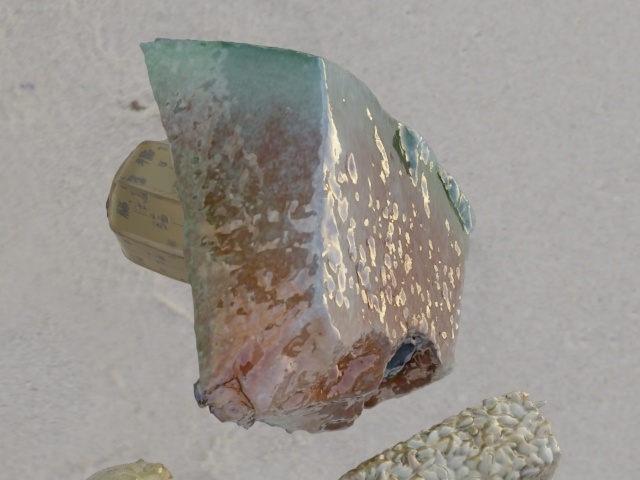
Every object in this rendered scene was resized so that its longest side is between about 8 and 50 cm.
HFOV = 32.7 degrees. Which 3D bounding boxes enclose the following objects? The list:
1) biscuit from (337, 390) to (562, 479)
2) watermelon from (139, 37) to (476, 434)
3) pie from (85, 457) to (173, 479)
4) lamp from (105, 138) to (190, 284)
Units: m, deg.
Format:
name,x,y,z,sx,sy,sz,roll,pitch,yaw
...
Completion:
name,x,y,z,sx,sy,sz,roll,pitch,yaw
biscuit,0.082,0.162,0.743,0.168,0.082,0.070,-19,57,-21
watermelon,0.012,-0.011,0.783,0.264,0.151,0.302,38,33,-57
pie,-0.196,0.330,0.925,0.092,0.315,0.315,13,74,-15
lamp,-0.138,-0.031,1.239,0.185,0.161,0.161,20,64,18
